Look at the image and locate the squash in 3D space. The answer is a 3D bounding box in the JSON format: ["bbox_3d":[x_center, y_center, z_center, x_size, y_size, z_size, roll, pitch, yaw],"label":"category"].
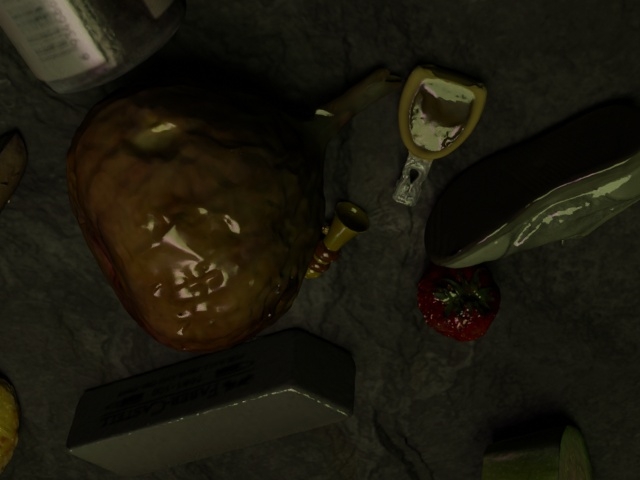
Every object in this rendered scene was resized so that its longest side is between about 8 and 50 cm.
[{"bbox_3d":[0.273,0.316,1.467,0.122,0.170,0.170,-5,125,20],"label":"squash"}]

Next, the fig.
[{"bbox_3d":[-0.064,-0.061,1.185,0.368,0.286,0.286,-27,122,-7],"label":"fig"}]

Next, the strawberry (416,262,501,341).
[{"bbox_3d":[0.155,0.069,1.338,0.106,0.106,0.106,1,125,2],"label":"strawberry"}]

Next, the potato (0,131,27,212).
[{"bbox_3d":[-0.383,-0.033,1.287,0.172,0.101,0.089,-25,125,15],"label":"potato"}]

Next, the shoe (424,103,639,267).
[{"bbox_3d":[0.239,-0.041,1.252,0.274,0.103,0.098,-25,132,20],"label":"shoe"}]

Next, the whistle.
[{"bbox_3d":[0.001,0.003,1.326,0.057,0.046,0.109,21,130,-29],"label":"whistle"}]

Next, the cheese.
[{"bbox_3d":[0.113,-0.107,1.247,0.086,0.036,0.163,16,124,-7],"label":"cheese"}]

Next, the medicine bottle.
[{"bbox_3d":[-0.253,-0.284,1.063,0.165,0.165,0.273,-21,120,16],"label":"medicine bottle"}]

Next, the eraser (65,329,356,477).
[{"bbox_3d":[-0.133,0.198,1.425,0.352,0.111,0.077,-17,120,14],"label":"eraser"}]

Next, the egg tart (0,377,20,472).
[{"bbox_3d":[-0.462,0.239,1.457,0.074,0.191,0.191,13,133,37],"label":"egg tart"}]
